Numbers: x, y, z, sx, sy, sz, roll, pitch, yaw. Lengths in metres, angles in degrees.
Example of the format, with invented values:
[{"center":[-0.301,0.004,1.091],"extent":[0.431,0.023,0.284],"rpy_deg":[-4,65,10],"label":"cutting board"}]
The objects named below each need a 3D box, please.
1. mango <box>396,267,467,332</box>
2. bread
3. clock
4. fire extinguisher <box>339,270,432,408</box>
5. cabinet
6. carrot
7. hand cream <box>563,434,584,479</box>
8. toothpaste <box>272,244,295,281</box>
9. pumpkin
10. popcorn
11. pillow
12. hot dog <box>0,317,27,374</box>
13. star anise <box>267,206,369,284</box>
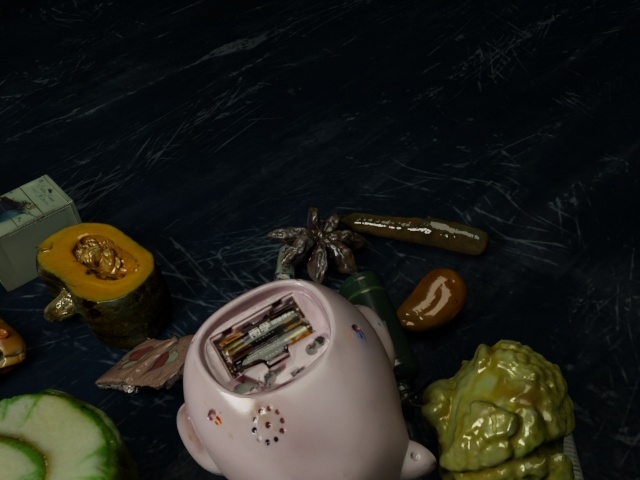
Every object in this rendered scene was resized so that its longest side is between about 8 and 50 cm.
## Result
[{"center":[0.222,0.127,1.285],"extent":[0.159,0.084,0.105],"rpy_deg":[-47,53,-10],"label":"mango"},{"center":[-0.449,0.389,0.927],"extent":[0.367,0.129,0.382],"rpy_deg":[7,35,21],"label":"bread"},{"center":[-0.031,0.251,1.020],"extent":[0.368,0.250,0.376],"rpy_deg":[-29,55,-13],"label":"clock"},{"center":[0.118,0.196,1.200],"extent":[0.118,0.093,0.294],"rpy_deg":[-42,46,24],"label":"fire extinguisher"},{"center":[-0.659,-0.021,1.477],"extent":[0.206,0.150,0.145],"rpy_deg":[-33,49,-27],"label":"cabinet"},{"center":[0.204,-0.025,1.468],"extent":[0.343,0.070,0.070],"rpy_deg":[11,44,18],"label":"carrot"},{"center":[0.374,0.348,1.047],"extent":[0.095,0.059,0.276],"rpy_deg":[-1,47,8],"label":"hand cream"},{"center":[-0.078,0.084,1.392],"extent":[0.060,0.038,0.233],"rpy_deg":[4,44,2],"label":"toothpaste"},{"center":[-0.459,0.095,1.345],"extent":[0.317,0.139,0.222],"rpy_deg":[34,51,31],"label":"pumpkin"},{"center":[0.277,0.282,1.003],"extent":[0.195,0.256,0.255],"rpy_deg":[20,-1,-32],"label":"popcorn"},{"center":[-0.298,0.223,1.180],"extent":[0.248,0.049,0.135],"rpy_deg":[-10,28,43],"label":"pillow"},{"center":[-0.726,0.171,1.293],"extent":[0.349,0.117,0.158],"rpy_deg":[28,51,32],"label":"hot dog"},{"center":[0.008,0.013,1.422],"extent":[0.197,0.073,0.212],"rpy_deg":[43,50,17],"label":"star anise"}]
